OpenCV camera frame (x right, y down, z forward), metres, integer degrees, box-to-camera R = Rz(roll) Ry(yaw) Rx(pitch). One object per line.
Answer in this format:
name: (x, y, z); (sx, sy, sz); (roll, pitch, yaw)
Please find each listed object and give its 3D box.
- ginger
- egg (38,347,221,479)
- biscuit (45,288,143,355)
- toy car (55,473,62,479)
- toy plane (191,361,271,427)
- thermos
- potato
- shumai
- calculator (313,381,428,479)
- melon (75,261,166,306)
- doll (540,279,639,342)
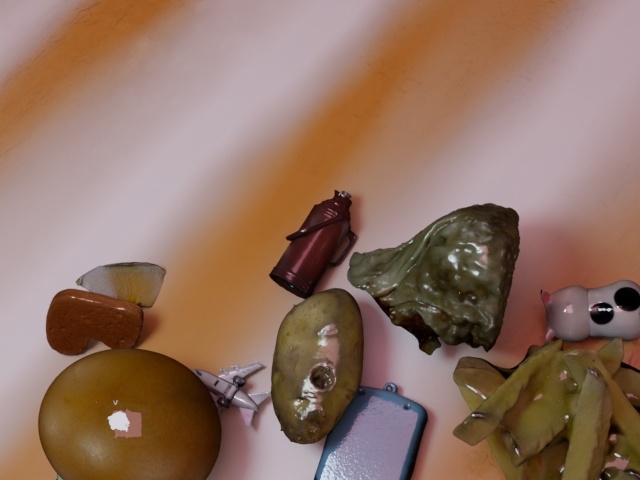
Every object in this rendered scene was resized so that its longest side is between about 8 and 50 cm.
ginger: (0.427, 0.324, 1.357); (0.413, 0.211, 0.358); (0, 69, 12)
egg: (-0.344, 0.337, 1.481); (0.351, 0.282, 0.283); (7, 68, 28)
biscuit: (-0.459, 0.176, 1.669); (0.192, 0.186, 0.036); (14, 39, -6)
toy car: (-0.437, 0.470, 1.572); (0.143, 0.054, 0.073); (40, 82, 20)
toy plane: (-0.185, 0.290, 1.590); (0.171, 0.065, 0.162); (27, 66, 17)
thermos: (-0.001, 0.001, 1.660); (0.124, 0.099, 0.232); (37, 74, -14)
potato: (-0.006, 0.231, 1.517); (0.191, 0.141, 0.296); (-14, 52, 42)
shumai: (0.189, 0.052, 1.463); (0.288, 0.330, 0.292); (14, 84, 7)
calculator: (0.084, 0.394, 1.487); (0.173, 0.051, 0.293); (14, 70, 19)
melon: (-0.431, 0.097, 1.711); (0.139, 0.202, 0.093); (-11, 81, 45)
doll: (0.495, 0.130, 1.482); (0.180, 0.107, 0.110); (-5, 87, 17)
